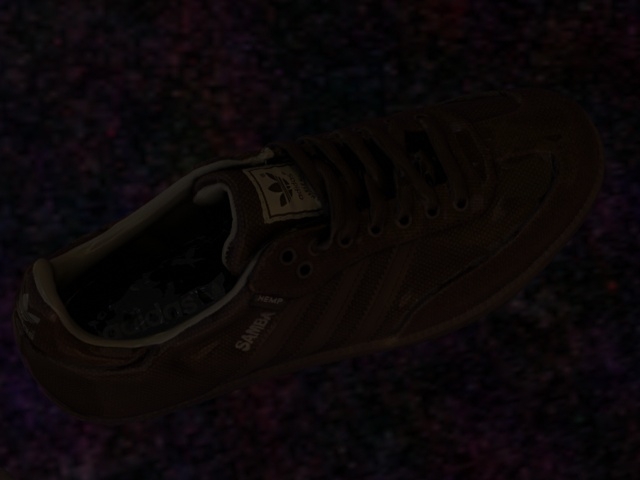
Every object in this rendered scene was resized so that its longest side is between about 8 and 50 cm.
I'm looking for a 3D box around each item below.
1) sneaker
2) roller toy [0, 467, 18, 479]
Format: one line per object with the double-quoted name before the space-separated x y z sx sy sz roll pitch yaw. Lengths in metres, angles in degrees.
"sneaker" 0.000 0.000 0.579 0.066 0.188 0.071 62 174 22
"roller toy" -0.150 0.168 0.631 0.191 0.146 0.209 -96 6 -66
